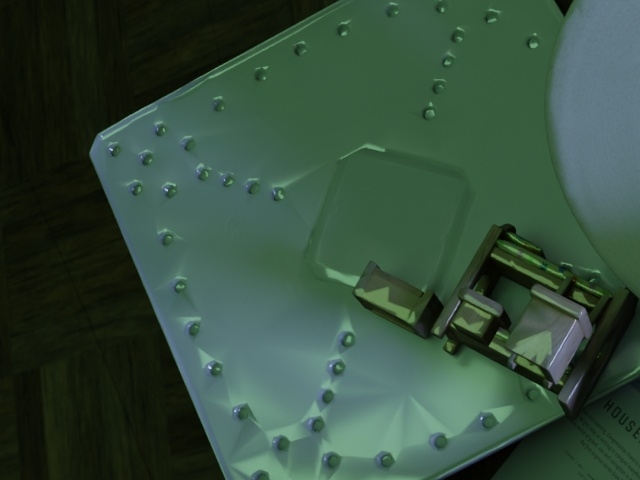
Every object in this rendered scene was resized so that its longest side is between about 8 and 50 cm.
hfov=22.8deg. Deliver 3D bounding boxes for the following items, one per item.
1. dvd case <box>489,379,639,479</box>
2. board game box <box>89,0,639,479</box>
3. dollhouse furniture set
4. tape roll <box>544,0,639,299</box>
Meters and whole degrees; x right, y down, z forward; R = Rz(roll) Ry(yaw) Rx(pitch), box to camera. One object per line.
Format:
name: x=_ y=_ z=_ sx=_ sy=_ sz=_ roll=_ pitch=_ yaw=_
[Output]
dvd case: x=0.203 y=0.222 z=1.194 sx=0.179 sy=0.029 sz=0.238 roll=46 pitch=109 yaw=33
board game box: x=0.058 y=-0.005 z=1.238 sx=0.390 sy=0.050 sz=0.390 roll=-28 pitch=66 yaw=5
dollhouse furniture set: x=0.113 y=0.022 z=1.096 sx=0.182 sy=0.161 sz=0.101 roll=28 pitch=81 yaw=22
tape roll: x=0.329 y=-0.064 z=0.962 sx=0.392 sy=0.392 sz=0.072 roll=-6 pitch=36 yaw=36
